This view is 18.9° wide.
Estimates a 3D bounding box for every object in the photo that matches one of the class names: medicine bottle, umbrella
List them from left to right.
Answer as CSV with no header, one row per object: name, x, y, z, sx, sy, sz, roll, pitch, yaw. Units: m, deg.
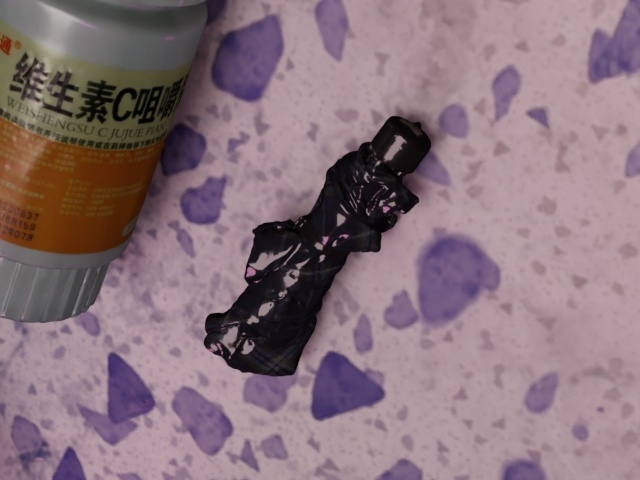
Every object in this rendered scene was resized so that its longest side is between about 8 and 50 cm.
medicine bottle,-0.179,-0.106,1.356,0.158,0.158,0.318,31,118,16
umbrella,-0.002,-0.002,1.354,0.224,0.080,0.071,-52,44,27
